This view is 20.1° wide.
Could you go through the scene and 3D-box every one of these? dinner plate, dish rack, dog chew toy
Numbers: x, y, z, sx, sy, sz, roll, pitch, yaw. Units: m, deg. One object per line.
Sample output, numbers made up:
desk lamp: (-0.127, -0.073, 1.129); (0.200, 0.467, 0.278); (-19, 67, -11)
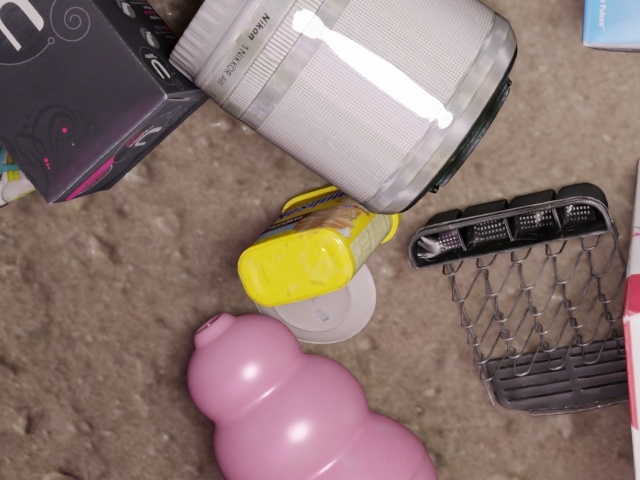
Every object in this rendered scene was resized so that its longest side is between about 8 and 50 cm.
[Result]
dinner plate: (-0.010, 0.055, 1.941); (0.141, 0.017, 0.141); (7, 123, 11)
dish rack: (0.229, 0.073, 1.850); (0.208, 0.074, 0.271); (-11, 117, 22)
dog chew toy: (-0.021, 0.219, 1.940); (0.206, 0.206, 0.332); (-34, 99, 30)

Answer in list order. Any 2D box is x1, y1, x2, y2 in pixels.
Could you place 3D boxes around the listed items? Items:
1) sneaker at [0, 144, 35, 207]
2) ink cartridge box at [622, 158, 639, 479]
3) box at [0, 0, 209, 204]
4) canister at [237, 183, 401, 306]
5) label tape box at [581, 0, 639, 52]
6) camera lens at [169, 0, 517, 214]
sneaker: (-0.298, -0.111, 1.874); (0.275, 0.107, 0.110); (-22, 103, 26)
ink cartridge box: (0.358, 0.082, 1.679); (0.131, 0.306, 0.226); (-2, 120, 16)
box: (-0.259, -0.192, 1.723); (0.165, 0.143, 0.270); (-41, 85, 17)
canister: (0.000, 0.000, 1.805); (0.126, 0.170, 0.073); (-15, 104, 23)
label tape box: (0.401, -0.279, 1.512); (0.347, 0.115, 0.249); (3, 93, 12)
camera lens: (0.027, -0.173, 1.670); (0.274, 0.219, 0.219); (35, 123, -6)
